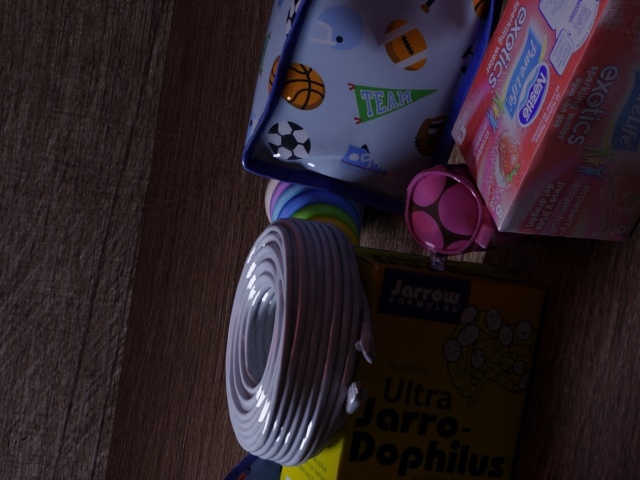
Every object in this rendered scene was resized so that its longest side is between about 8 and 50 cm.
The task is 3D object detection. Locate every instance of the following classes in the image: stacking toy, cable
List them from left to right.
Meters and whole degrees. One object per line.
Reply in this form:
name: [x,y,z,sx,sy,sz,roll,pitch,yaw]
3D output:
cable: [-0.031,0.106,1.623,0.257,0.089,0.257,116,156,-43]
stacking toy: [0.000,0.000,2.062,0.330,0.141,0.141,-98,21,-67]

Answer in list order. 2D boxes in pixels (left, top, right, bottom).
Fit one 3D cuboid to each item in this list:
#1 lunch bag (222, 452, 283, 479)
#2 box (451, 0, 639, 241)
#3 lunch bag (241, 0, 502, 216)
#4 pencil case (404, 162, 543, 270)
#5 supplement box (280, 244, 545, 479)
lunch bag: [-0.058,0.408,2.012,0.138,0.221,0.293,-43,-9,-26]
box: [0.249,-0.160,1.399,0.154,0.142,0.300,-109,32,-46]
lunch bag: [0.086,-0.275,1.593,0.328,0.239,0.385,-84,11,-54]
pencil case: [0.165,-0.029,1.558,0.209,0.098,0.095,-13,-60,-60]
supplement box: [0.087,0.196,1.680,0.195,0.194,0.356,-155,74,-72]
